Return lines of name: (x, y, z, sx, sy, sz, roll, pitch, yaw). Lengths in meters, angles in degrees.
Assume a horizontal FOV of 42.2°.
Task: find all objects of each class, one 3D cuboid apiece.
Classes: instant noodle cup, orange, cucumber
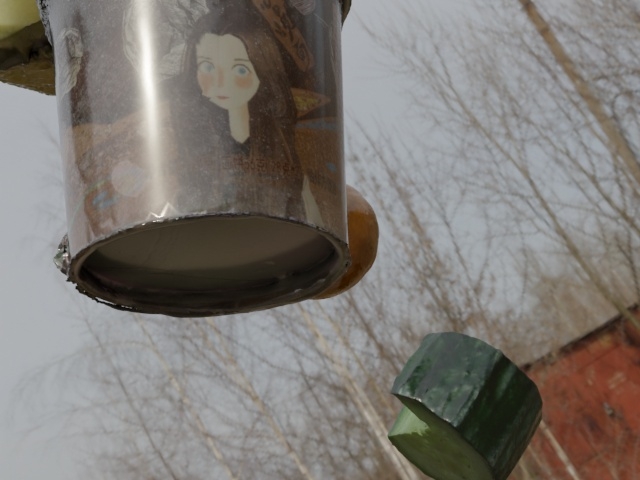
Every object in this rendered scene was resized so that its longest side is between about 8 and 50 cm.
instant noodle cup: (-0.076, -0.071, 0.541, 0.218, 0.207, 0.217, -6, -22, -2)
orange: (0.000, 0.000, 1.037, 0.156, 0.156, 0.124, -38, -38, 17)
cucumber: (0.180, 0.227, 1.054, 0.130, 0.191, 0.191, -43, -13, -32)

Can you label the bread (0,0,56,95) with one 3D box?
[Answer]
bread: (-0.239, -0.254, 0.856, 0.262, 0.204, 0.163, -2, -5, -22)
